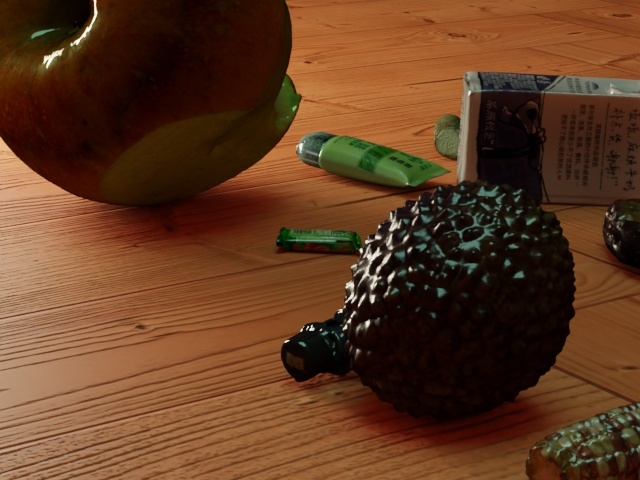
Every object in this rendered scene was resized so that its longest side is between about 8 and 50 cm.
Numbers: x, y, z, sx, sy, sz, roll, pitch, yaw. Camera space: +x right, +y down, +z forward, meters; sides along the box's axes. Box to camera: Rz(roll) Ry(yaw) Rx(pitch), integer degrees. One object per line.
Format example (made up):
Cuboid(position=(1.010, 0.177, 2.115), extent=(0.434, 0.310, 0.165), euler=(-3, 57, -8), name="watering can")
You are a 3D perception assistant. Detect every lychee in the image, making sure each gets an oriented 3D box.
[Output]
Cuboid(position=(0.099, 0.048, 1.296), extent=(0.188, 0.188, 0.188), euler=(2, 17, -1), name="lychee")

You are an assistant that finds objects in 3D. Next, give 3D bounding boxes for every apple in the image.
Cuboid(position=(-0.178, -0.209, 1.819), extent=(0.384, 0.374, 0.374), euler=(1, 14, 35), name="apple")

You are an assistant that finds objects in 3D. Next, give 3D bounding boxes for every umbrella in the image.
Cuboid(position=(0.059, 0.071, 1.423), extent=(0.224, 0.080, 0.071), euler=(-20, 62, -43), name="umbrella")

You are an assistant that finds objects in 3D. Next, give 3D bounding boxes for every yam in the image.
Cuboid(position=(0.165, -0.133, 2.118), extent=(0.043, 0.043, 0.094), euler=(4, 16, 5), name="yam")

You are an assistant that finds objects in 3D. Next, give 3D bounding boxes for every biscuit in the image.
Cuboid(position=(0.000, 0.000, 1.713), extent=(0.089, 0.016, 0.046), euler=(2, 19, 1), name="biscuit")

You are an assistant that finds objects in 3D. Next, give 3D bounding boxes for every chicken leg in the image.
Cuboid(position=(0.348, -0.012, 1.742), extent=(0.106, 0.051, 0.253), euler=(12, 18, 10), name="chicken leg")

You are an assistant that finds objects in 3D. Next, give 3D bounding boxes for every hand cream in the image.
Cuboid(position=(0.057, -0.094, 1.973), extent=(0.175, 0.046, 0.095), euler=(14, 18, 28), name="hand cream")

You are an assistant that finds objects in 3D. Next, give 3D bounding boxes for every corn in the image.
Cuboid(position=(0.254, 0.146, 1.189), extent=(0.237, 0.079, 0.079), euler=(-11, 21, -26), name="corn")

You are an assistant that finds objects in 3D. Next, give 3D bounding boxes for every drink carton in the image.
Cuboid(position=(0.273, -0.117, 1.926), extent=(0.222, 0.134, 0.102), euler=(3, 17, 1), name="drink carton")
